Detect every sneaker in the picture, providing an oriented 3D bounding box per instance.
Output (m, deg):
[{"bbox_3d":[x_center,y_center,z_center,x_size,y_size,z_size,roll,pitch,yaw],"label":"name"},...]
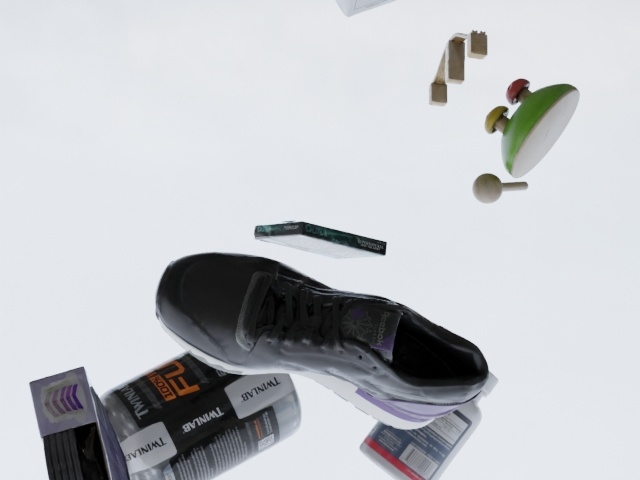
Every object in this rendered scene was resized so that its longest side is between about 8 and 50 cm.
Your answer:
[{"bbox_3d":[0.008,0.067,1.102,0.283,0.124,0.107,20,-113,-17],"label":"sneaker"}]

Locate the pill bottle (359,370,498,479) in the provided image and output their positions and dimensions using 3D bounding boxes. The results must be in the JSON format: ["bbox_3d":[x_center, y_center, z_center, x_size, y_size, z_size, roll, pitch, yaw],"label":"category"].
[{"bbox_3d":[0.142,0.226,1.701,0.108,0.180,0.108,37,175,4],"label":"pill bottle"}]

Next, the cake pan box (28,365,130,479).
[{"bbox_3d":[-0.231,0.295,1.409,0.070,0.267,0.246,-17,-119,-8],"label":"cake pan box"}]

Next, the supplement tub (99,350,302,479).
[{"bbox_3d":[-0.203,0.272,1.995,0.316,0.193,0.193,-27,-133,-22],"label":"supplement tub"}]

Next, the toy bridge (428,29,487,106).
[{"bbox_3d":[0.182,-0.242,1.800,0.026,0.188,0.063,5,-107,-12],"label":"toy bridge"}]

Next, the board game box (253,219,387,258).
[{"bbox_3d":[0.000,0.000,2.199,0.186,0.026,0.126,14,168,-39],"label":"board game box"}]

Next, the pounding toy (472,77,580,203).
[{"bbox_3d":[0.331,-0.189,2.272,0.110,0.237,0.183,39,-149,18],"label":"pounding toy"}]

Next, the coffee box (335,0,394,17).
[{"bbox_3d":[0.123,-0.586,1.906,0.338,0.334,0.337,-23,-113,-18],"label":"coffee box"}]
